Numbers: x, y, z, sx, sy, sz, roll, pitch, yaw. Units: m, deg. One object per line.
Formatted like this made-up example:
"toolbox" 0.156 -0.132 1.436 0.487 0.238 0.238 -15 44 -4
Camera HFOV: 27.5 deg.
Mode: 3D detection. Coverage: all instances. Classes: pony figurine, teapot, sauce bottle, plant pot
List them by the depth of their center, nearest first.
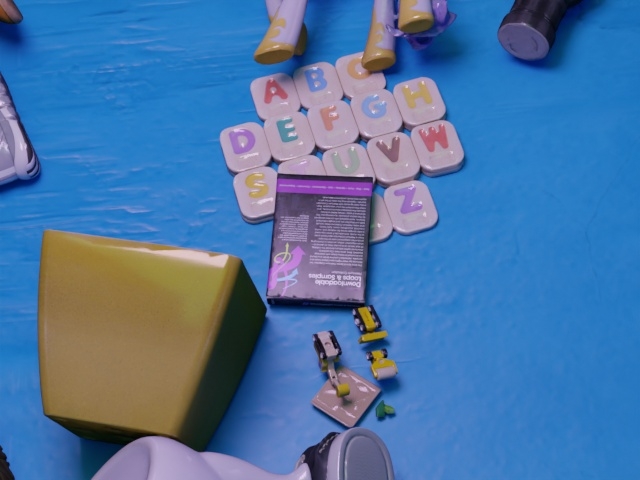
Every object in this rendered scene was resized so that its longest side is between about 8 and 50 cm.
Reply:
"teapot" -0.155 0.333 1.279 0.187 0.256 0.252 38 37 -18
"plant pot" -0.190 0.121 1.401 0.212 0.212 0.187 8 72 8
"pony figurine" 0.057 -0.407 1.664 0.351 0.303 0.363 -10 70 11
"sauce bottle" 0.324 -0.382 1.702 0.111 0.111 0.344 18 63 14

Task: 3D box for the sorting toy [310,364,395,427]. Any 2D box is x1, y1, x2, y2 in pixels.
"sorting toy" 0.039 0.180 1.451 0.083 0.012 0.062 30 61 23

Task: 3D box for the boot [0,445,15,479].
"boot" -0.479 0.253 1.395 0.270 0.089 0.236 -19 99 13

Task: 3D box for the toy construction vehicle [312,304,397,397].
"toy construction vehicle" 0.037 0.126 1.467 0.086 0.035 0.098 -12 54 -21

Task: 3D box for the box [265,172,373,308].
"box" 0.000 0.000 1.537 0.116 0.029 0.162 3 66 4

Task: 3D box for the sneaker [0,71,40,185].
"sneaker" -0.449 -0.155 1.641 0.132 0.086 0.228 -25 62 -7

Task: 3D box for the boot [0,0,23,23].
"boot" -0.531 -0.309 1.719 0.211 0.104 0.295 -38 49 -9

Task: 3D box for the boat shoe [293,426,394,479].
"boat shoe" 0.017 0.342 1.318 0.114 0.091 0.302 28 54 -31

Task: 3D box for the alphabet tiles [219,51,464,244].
"alphabet tiles" 0.026 -0.113 1.618 0.284 0.021 0.278 -15 60 -4
